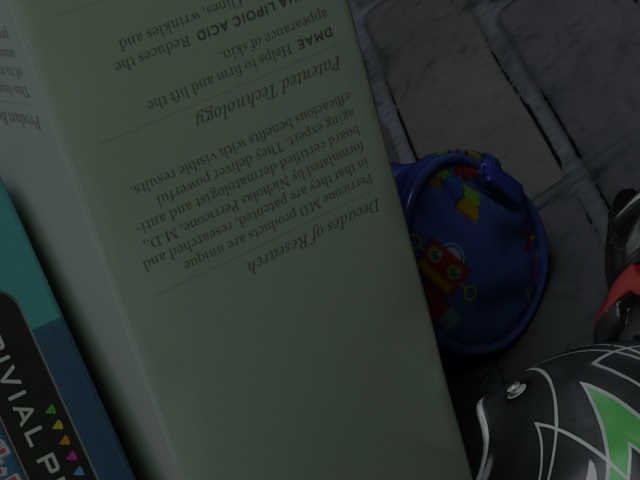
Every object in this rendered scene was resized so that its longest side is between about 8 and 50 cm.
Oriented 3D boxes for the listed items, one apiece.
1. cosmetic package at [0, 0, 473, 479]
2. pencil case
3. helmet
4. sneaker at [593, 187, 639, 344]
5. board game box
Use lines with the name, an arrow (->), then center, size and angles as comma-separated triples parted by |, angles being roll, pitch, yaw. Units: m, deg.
cosmetic package -> -0.073, -0.004, 0.690 | 0.156, 0.385, 0.217 | -28, 25, -24
pencil case -> 0.000, 0.000, 0.879 | 0.306, 0.119, 0.133 | 3, 69, 50
helmet -> 0.127, 0.121, 0.530 | 0.169, 0.169, 0.161 | 9, 72, 54
sneaker -> 0.247, -0.031, 0.647 | 0.276, 0.097, 0.135 | -30, 34, 24
board game box -> -0.184, 0.110, 0.739 | 0.079, 0.253, 0.336 | -26, 6, -23
